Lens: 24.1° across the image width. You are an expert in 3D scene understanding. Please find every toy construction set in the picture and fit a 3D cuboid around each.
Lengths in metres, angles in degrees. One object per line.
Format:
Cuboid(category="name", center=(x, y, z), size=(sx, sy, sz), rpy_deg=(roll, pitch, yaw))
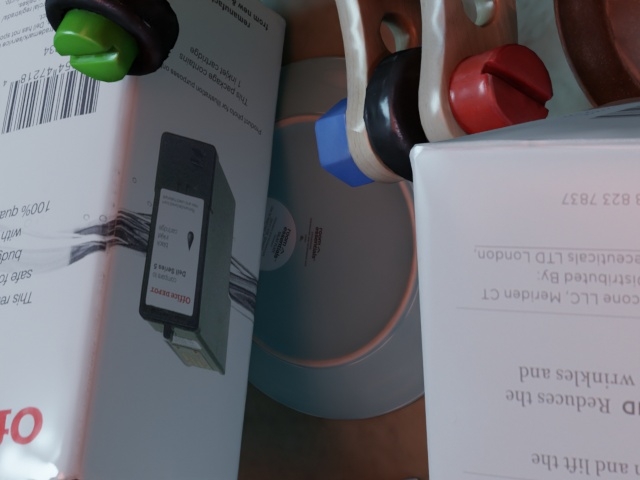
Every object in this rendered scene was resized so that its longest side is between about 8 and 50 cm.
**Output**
Cuboid(category="toy construction set", center=(0.018, -0.192, 0.574), size=(0.257, 0.309, 0.237), rpy_deg=(28, 67, -5))

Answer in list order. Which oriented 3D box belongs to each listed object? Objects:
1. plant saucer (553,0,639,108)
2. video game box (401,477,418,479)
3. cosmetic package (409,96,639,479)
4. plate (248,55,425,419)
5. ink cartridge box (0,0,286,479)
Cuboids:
Cuboid(category="plant saucer", center=(0.180, -0.111, 0.633), size=(0.168, 0.029, 0.169), rpy_deg=(2, 94, 33))
Cuboid(category="video game box", center=(-0.072, 0.179, 0.729), size=(0.205, 0.187, 0.048), rpy_deg=(-24, 84, 33))
Cuboid(category="cosmetic package", center=(0.152, 0.142, 0.545), size=(0.156, 0.217, 0.385), rpy_deg=(0, 100, 32))
Cuboid(category="plate", center=(0.000, 0.000, 0.764), size=(0.188, 0.024, 0.188), rpy_deg=(3, 96, 33))
Cuboid(category="ink cartridge box", center=(-0.138, 0.006, 0.744), size=(0.198, 0.114, 0.273), rpy_deg=(-10, 64, 34))
